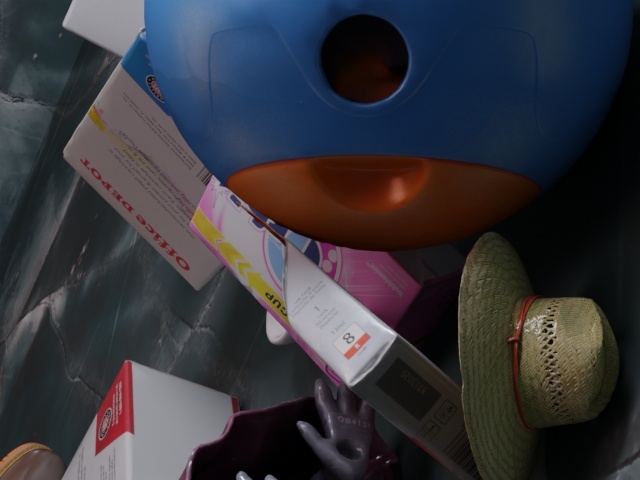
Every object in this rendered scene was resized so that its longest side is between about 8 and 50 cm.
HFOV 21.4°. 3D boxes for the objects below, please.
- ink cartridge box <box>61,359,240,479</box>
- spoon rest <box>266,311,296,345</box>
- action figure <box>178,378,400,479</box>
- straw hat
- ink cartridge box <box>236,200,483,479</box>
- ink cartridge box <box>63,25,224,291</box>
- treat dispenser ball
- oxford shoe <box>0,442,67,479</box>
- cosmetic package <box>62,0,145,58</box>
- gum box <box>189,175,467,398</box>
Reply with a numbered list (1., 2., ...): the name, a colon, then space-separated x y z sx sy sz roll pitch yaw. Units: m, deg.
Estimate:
1. ink cartridge box: -0.168 0.273 1.423 0.273 0.114 0.197 -59 21 25
2. spoon rest: 0.016 -0.008 1.259 0.276 0.084 0.137 -38 35 57
3. action figure: -0.067 0.269 1.109 0.370 0.248 0.276 -56 49 31
4. straw hat: 0.124 0.064 0.892 0.061 0.144 0.144 -6 56 26
5. ink cartridge box: 0.022 0.061 0.977 0.045 0.145 0.179 -51 41 -3
6. ink cartridge box: -0.072 -0.103 1.387 0.168 0.171 0.232 -45 2 -32
7. treat dispenser ball: 0.040 -0.138 1.000 0.288 0.288 0.288 -55 23 36
8. oxford shoe: -0.328 0.375 1.823 0.132 0.130 0.364 -11 45 30
9. cosmetic package: -0.108 -0.202 1.571 0.117 0.231 0.085 -59 3 23
10. gum box: 0.000 0.000 1.144 0.188 0.062 0.107 46 127 22
